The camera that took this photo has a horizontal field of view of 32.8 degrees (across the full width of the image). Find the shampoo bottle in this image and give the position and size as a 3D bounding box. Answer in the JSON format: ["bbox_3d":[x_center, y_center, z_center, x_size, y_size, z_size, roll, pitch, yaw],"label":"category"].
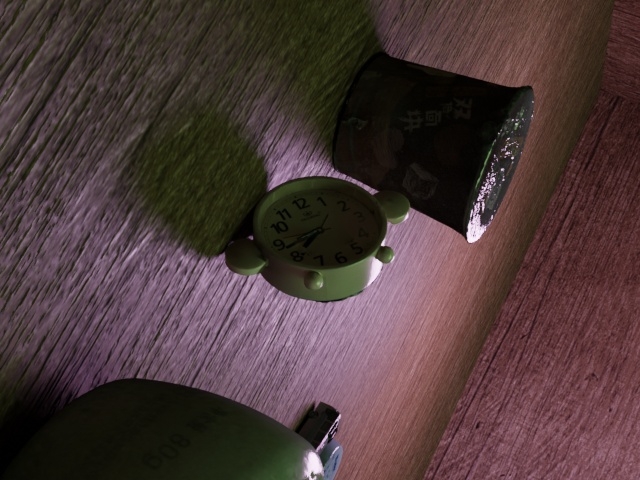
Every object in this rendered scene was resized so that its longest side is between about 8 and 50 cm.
[{"bbox_3d":[-0.133,0.289,0.950,0.322,0.317,0.322,-51,164,-21],"label":"shampoo bottle"}]

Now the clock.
[{"bbox_3d":[0.000,0.000,1.231,0.229,0.156,0.063,-21,141,-21],"label":"clock"}]

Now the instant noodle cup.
[{"bbox_3d":[0.144,-0.132,1.416,0.217,0.207,0.217,-54,158,-34],"label":"instant noodle cup"}]

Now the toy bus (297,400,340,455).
[{"bbox_3d":[-0.012,0.316,1.739,0.131,0.052,0.037,-50,153,-44],"label":"toy bus"}]

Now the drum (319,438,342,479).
[{"bbox_3d":[-0.033,0.406,1.787,0.253,0.049,0.130,-33,142,-61],"label":"drum"}]
